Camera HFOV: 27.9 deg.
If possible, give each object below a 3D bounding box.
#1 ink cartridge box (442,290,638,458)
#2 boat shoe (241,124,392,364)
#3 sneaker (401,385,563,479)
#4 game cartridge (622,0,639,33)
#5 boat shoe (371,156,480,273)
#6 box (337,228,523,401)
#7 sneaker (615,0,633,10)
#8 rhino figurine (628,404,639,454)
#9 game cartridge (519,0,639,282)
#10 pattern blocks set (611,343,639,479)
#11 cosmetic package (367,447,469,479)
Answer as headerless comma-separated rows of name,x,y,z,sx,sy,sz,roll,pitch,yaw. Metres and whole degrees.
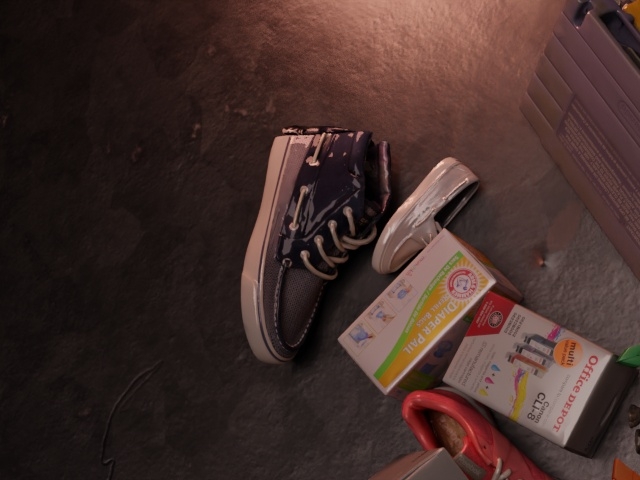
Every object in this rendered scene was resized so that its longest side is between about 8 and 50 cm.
ink cartridge box,0.267,0.163,1.556,0.176,0.127,0.128,27,89,30
boat shoe,0.000,0.000,1.738,0.158,0.127,0.340,-2,75,35
sneaker,0.205,0.294,1.548,0.314,0.136,0.116,43,99,30
game cartridge,0.552,-0.201,1.488,0.285,0.052,0.323,-26,67,-5
boat shoe,0.143,-0.023,1.715,0.063,0.066,0.184,39,86,31
box,0.142,0.100,1.648,0.203,0.114,0.103,-46,61,8
sneaker,0.449,-0.248,1.591,0.235,0.094,0.153,10,90,40
rhino figurine,0.415,0.307,1.472,0.106,0.073,0.243,-6,76,21
game cartridge,0.375,-0.104,1.532,0.068,0.230,0.355,-20,62,-18
pattern blocks set,0.460,0.241,1.431,0.285,0.026,0.324,-29,78,-4
cosmetic package,0.101,0.320,1.518,0.127,0.238,0.107,-37,88,-15
